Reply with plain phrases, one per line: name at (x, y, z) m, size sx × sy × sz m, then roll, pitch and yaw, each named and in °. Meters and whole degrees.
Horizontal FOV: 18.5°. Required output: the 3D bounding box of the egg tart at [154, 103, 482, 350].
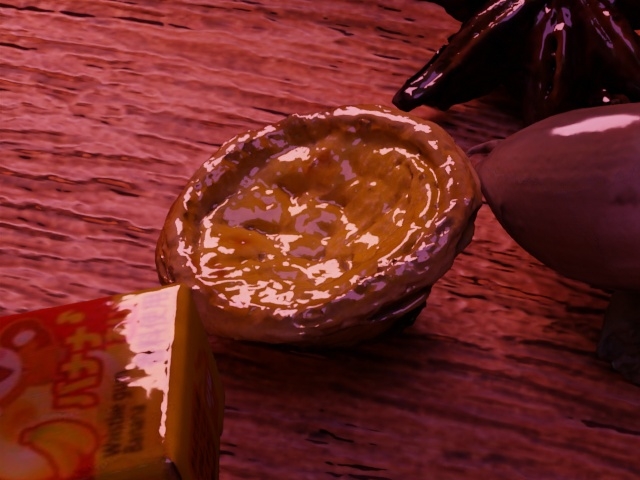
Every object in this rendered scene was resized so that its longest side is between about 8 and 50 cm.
egg tart at (0.000, 0.000, 1.123) m, size 0.191 × 0.074 × 0.191 m, roll -9°, pitch 47°, yaw 9°

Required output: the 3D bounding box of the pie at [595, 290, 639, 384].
pie at (0.310, 0.056, 1.099) m, size 0.302 × 0.067 × 0.302 m, roll 1°, pitch 43°, yaw -1°

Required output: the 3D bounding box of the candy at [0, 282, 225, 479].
candy at (-0.188, 0.114, 0.955) m, size 0.276 × 0.088 × 0.146 m, roll -10°, pitch 36°, yaw 8°

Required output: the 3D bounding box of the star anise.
star anise at (0.166, -0.158, 1.276) m, size 0.272 × 0.102 × 0.272 m, roll -6°, pitch 70°, yaw 17°

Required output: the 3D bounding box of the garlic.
garlic at (0.156, -0.035, 1.110) m, size 0.266 × 0.148 × 0.128 m, roll 7°, pitch 80°, yaw 31°
